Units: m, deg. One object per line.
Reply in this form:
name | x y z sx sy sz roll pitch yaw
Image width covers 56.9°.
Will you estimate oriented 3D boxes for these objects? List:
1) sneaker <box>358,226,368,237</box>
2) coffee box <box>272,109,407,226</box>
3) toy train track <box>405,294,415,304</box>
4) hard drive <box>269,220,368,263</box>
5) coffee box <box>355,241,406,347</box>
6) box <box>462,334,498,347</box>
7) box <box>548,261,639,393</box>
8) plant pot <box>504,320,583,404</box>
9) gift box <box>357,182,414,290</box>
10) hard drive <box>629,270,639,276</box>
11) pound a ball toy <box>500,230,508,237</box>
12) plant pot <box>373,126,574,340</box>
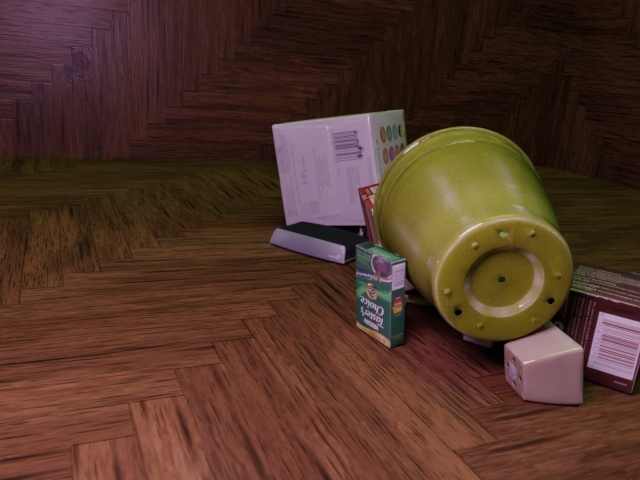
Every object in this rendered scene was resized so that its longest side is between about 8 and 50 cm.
sneaker | 0.156 -0.030 1.886 0.057 0.047 0.119 22 21 13
coffee box | 0.086 -0.243 1.957 0.338 0.338 0.334 -1 13 27
toy train track | 0.188 0.147 1.343 0.048 0.014 0.083 16 24 11
hard drive | 0.000 0.000 1.706 0.254 0.054 0.172 15 19 30
coffee box | 0.116 0.106 1.155 0.040 0.184 0.113 -15 26 -31
box | 0.413 0.151 1.303 0.067 0.063 0.324 14 19 36
box | 0.541 0.157 1.136 0.167 0.169 0.203 14 18 31
plant pot | 0.377 0.217 1.015 0.096 0.109 0.109 -10 18 -7
gift box | 0.218 -0.012 1.485 0.276 0.258 0.255 -14 18 4
hard drive | 0.780 0.177 1.222 0.236 0.064 0.339 -10 34 -34
pound a ball toy | 0.487 0.020 1.646 0.208 0.136 0.319 -1 17 -19
plant pot | 0.302 0.001 1.131 0.366 0.367 0.353 4 23 -3
